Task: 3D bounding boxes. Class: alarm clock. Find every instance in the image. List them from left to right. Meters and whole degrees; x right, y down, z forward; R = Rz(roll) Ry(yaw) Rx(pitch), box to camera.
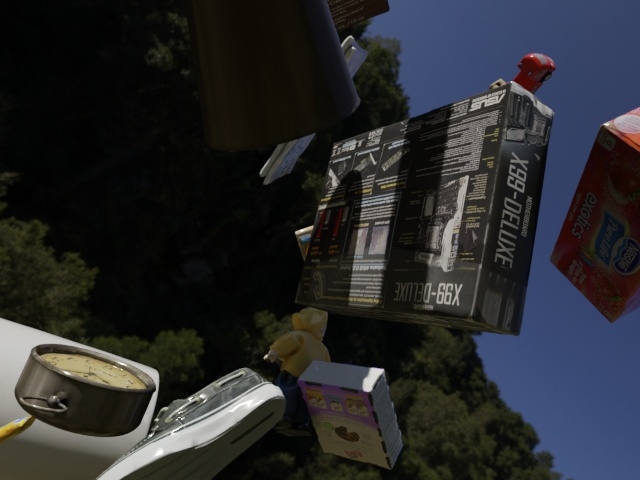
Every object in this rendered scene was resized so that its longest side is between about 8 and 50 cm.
[{"bbox_3d":[-0.244,0.154,0.519,0.129,0.064,0.192,22,-10,1],"label":"alarm clock"}]

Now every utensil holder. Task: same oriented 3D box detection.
[{"bbox_3d":[-0.562,0.347,1.015,0.385,0.327,0.327,25,-12,-21],"label":"utensil holder"}]

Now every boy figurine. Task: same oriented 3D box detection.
[{"bbox_3d":[-0.048,0.261,1.108,0.092,0.285,0.177,-21,-44,41],"label":"boy figurine"}]

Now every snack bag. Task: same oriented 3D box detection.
[{"bbox_3d":[-0.001,-0.281,1.128,0.037,0.323,0.342,35,18,-2],"label":"snack bag"}]

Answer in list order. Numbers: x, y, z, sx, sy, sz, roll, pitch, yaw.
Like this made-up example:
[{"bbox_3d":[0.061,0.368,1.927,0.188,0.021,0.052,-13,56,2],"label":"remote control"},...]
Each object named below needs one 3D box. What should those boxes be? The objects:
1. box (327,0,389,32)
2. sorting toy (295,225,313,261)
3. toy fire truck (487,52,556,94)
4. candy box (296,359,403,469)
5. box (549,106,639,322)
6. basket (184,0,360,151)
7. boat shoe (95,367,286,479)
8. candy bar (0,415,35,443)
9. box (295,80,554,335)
[{"bbox_3d":[0.023,-0.657,1.164,0.381,0.191,0.143,44,30,-64],"label":"box"},{"bbox_3d":[0.000,0.000,0.961,0.012,0.083,0.062,158,-87,-72],"label":"sorting toy"},{"bbox_3d":[0.349,-0.279,1.000,0.047,0.135,0.192,58,-46,24],"label":"toy fire truck"},{"bbox_3d":[0.061,0.344,1.029,0.165,0.070,0.196,-1,-63,33],"label":"candy box"},{"bbox_3d":[0.387,-0.032,0.610,0.122,0.128,0.257,57,-13,36],"label":"box"},{"bbox_3d":[-0.070,-0.243,0.588,0.154,0.204,0.227,-128,-160,-55],"label":"basket"},{"bbox_3d":[-0.214,0.319,0.830,0.119,0.335,0.121,28,-55,40],"label":"boat shoe"},{"bbox_3d":[-0.407,0.246,0.613,0.018,0.161,0.040,63,1,-1],"label":"candy bar"},{"bbox_3d":[0.104,-0.025,0.618,0.076,0.242,0.307,21,-15,-32],"label":"box"}]
